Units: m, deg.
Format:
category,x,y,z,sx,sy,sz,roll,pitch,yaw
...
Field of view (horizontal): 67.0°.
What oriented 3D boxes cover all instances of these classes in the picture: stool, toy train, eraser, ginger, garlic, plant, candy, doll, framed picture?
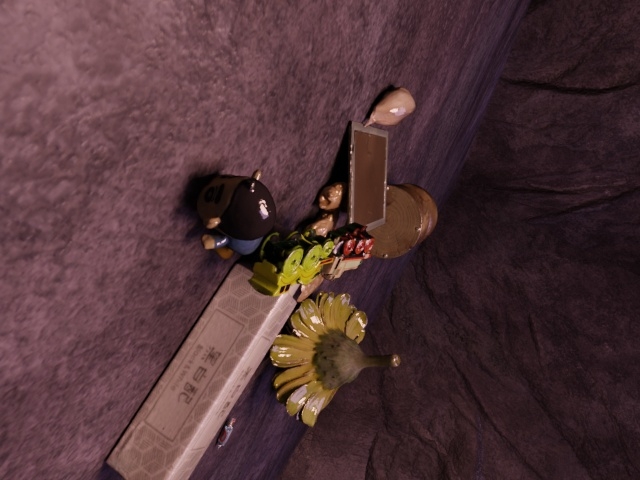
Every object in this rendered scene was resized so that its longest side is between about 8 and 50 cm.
category,x,y,z,sx,sy,sz,roll,pitch,yaw
stool,0.198,-0.059,1.257,0.179,0.179,0.264,-66,164,15
toy train,0.001,0.021,0.684,0.249,0.053,0.085,-10,125,-56
eraser,-0.141,0.165,0.718,0.404,0.096,0.098,-57,163,-12
ginger,-0.002,-0.009,0.921,0.259,0.065,0.149,-60,158,-20
garlic,0.147,-0.259,0.956,0.152,0.066,0.084,-36,153,-62
plant,0.051,0.273,1.147,0.261,0.297,0.306,39,49,-71
candy,-0.214,0.436,1.093,0.083,0.020,0.030,-66,163,17
doll,-0.099,-0.030,0.560,0.102,0.089,0.179,-53,-174,-26
framed picture,0.099,-0.125,0.994,0.273,0.016,0.216,-18,111,-68

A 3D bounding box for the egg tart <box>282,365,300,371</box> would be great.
category,x,y,z,sx,sy,sz,roll,pitch,yaw
egg tart,-0.021,0.342,1.367,0.294,0.123,0.294,-50,158,-29
